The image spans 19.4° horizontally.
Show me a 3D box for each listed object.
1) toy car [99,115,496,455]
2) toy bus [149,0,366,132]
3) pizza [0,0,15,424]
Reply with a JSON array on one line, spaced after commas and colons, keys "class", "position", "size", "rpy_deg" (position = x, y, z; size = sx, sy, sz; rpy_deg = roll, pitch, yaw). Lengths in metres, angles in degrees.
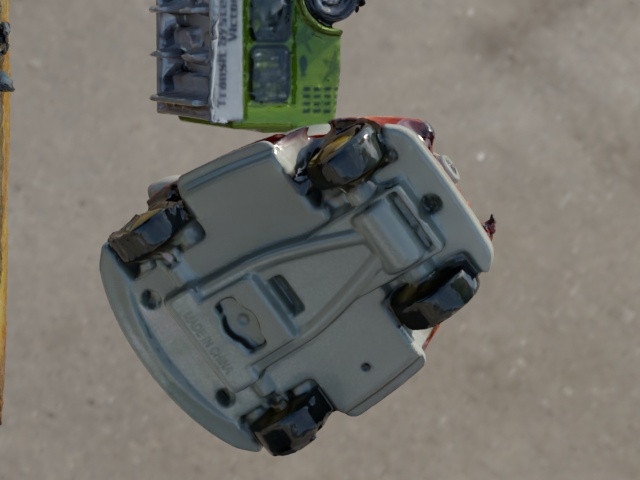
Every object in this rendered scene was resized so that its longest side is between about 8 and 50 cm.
[{"class": "toy car", "position": [0.000, 0.000, 0.714], "size": [0.112, 0.139, 0.112], "rpy_deg": [55, 23, -13]}, {"class": "toy bus", "position": [-0.054, -0.218, 1.184], "size": [0.139, 0.302, 0.113], "rpy_deg": [-4, 8, -27]}, {"class": "pizza", "position": [-0.263, -0.060, 1.219], "size": [0.130, 0.440, 0.406], "rpy_deg": [1, 3, -8]}]
